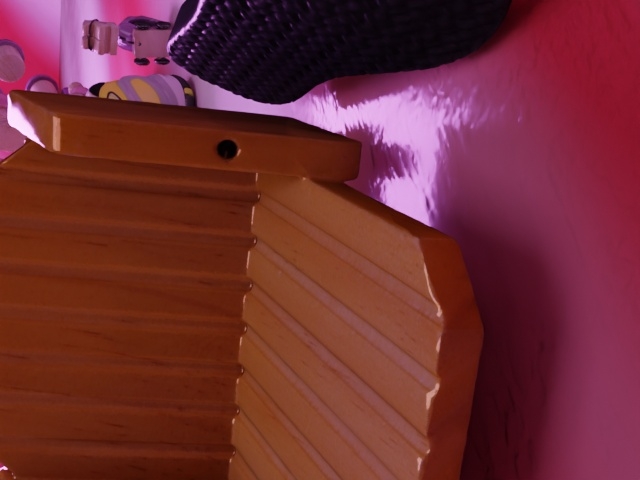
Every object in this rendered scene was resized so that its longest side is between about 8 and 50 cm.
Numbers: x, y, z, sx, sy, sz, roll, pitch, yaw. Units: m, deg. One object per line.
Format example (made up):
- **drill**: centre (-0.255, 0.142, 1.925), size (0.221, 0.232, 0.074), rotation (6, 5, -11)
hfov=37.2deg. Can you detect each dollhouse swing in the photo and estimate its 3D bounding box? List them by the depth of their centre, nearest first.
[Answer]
- **dollhouse swing**: centre (-0.099, 0.101, 0.650), size (0.305, 0.315, 0.347), rotation (-119, 35, -72)

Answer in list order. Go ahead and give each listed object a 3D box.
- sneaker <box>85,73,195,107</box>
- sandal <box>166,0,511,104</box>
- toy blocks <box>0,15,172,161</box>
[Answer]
- **sneaker**: centre (-0.246, -0.041, 1.301), size (0.145, 0.147, 0.385), rotation (142, 123, -61)
- **sandal**: centre (-0.011, -0.196, 0.713), size (0.445, 0.167, 0.107), rotation (4, 71, 65)
- **toy blocks**: centre (-0.403, -0.225, 1.498), size (0.260, 0.288, 0.309), rotation (-132, 43, -51)
